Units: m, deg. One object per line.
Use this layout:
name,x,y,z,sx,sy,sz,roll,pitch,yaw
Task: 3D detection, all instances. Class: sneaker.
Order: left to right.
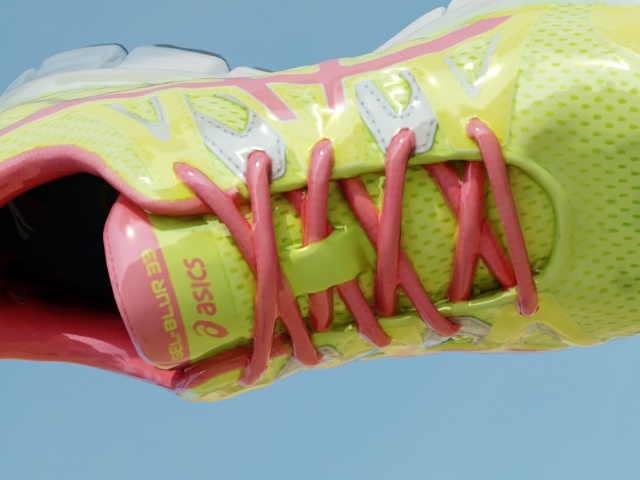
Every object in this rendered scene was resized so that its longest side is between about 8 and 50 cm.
sneaker,0.000,0.000,0.404,0.094,0.208,0.081,-44,-57,-56
